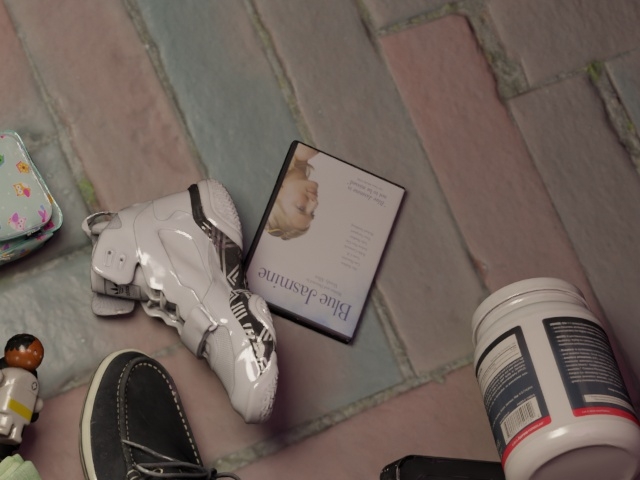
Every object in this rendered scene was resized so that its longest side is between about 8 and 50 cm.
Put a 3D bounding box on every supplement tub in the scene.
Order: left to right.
[{"bbox_3d":[0.315,0.205,2.012,0.191,0.191,0.272,1,48,-15],"label":"supplement tub"}]

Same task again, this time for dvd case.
[{"bbox_3d":[0.000,0.000,2.119,0.180,0.022,0.253,24,69,-8],"label":"dvd case"}]

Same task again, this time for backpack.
[{"bbox_3d":[-0.448,-0.042,1.944,0.188,0.144,0.166,-27,88,-18],"label":"backpack"}]

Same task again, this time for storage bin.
[{"bbox_3d":[0.176,0.362,2.025,0.180,0.084,0.122,7,72,-14],"label":"storage bin"}]

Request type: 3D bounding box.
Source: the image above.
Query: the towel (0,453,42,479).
[{"bbox_3d":[-0.389,0.421,1.640,0.325,0.038,0.248,-39,112,-44],"label":"towel"}]

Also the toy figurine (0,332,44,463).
[{"bbox_3d":[-0.446,0.175,1.842,0.213,0.209,0.148,16,64,-11],"label":"toy figurine"}]

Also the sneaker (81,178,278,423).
[{"bbox_3d":[-0.187,0.091,1.960,0.210,0.137,0.366,-10,59,-14],"label":"sneaker"}]

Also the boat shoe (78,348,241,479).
[{"bbox_3d":[-0.180,0.331,1.818,0.186,0.156,0.500,29,34,-38],"label":"boat shoe"}]
